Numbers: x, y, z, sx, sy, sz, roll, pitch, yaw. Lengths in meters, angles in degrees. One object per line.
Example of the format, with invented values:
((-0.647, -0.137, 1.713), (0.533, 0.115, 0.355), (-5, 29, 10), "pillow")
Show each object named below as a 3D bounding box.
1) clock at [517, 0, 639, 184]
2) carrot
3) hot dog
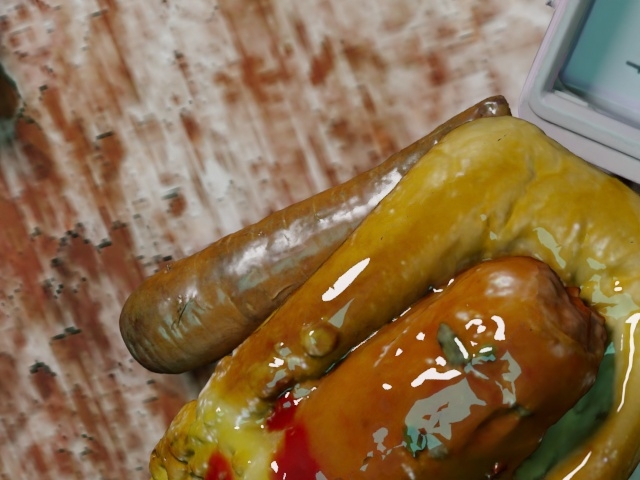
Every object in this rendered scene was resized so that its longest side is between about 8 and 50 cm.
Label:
((0.170, -0.105, 0.686), (0.150, 0.063, 0.197), (24, 113, 5), "clock")
((0.000, 0.000, 0.775), (0.191, 0.047, 0.047), (-29, 99, 20), "carrot")
((0.026, 0.084, 0.710), (0.150, 0.153, 0.256), (37, 129, 0), "hot dog")
